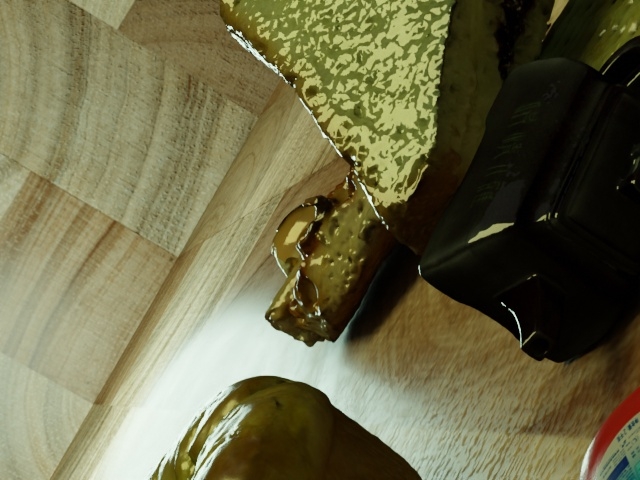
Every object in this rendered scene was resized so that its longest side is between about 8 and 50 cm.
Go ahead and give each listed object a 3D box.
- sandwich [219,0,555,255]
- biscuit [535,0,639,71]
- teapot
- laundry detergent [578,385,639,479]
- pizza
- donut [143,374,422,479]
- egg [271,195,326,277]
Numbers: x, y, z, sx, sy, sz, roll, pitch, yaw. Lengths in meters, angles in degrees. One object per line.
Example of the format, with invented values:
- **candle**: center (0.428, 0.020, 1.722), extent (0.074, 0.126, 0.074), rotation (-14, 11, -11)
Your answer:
- **sandwich**: center (0.080, -0.155, 0.935), extent (0.254, 0.099, 0.288), rotation (-41, 44, 7)
- **biscuit**: center (0.166, -0.113, 0.925), extent (0.139, 0.016, 0.231), rotation (-58, 9, 1)
- **teapot**: center (0.120, -0.022, 0.663), extent (0.177, 0.087, 0.096), rotation (-62, 14, -21)
- **laundry detergent**: center (0.119, 0.093, 0.412), extent (0.097, 0.049, 0.165), rotation (-52, 13, 17)
- **pizza**: center (0.052, -0.050, 1.082), extent (0.365, 0.074, 0.182), rotation (-58, -6, 35)
- **donut**: center (-0.038, 0.174, 0.731), extent (0.209, 0.128, 0.261), rotation (-59, 9, -8)
- **egg**: center (0.000, 0.000, 1.287), extent (0.083, 0.071, 0.071), rotation (-42, 14, 20)
